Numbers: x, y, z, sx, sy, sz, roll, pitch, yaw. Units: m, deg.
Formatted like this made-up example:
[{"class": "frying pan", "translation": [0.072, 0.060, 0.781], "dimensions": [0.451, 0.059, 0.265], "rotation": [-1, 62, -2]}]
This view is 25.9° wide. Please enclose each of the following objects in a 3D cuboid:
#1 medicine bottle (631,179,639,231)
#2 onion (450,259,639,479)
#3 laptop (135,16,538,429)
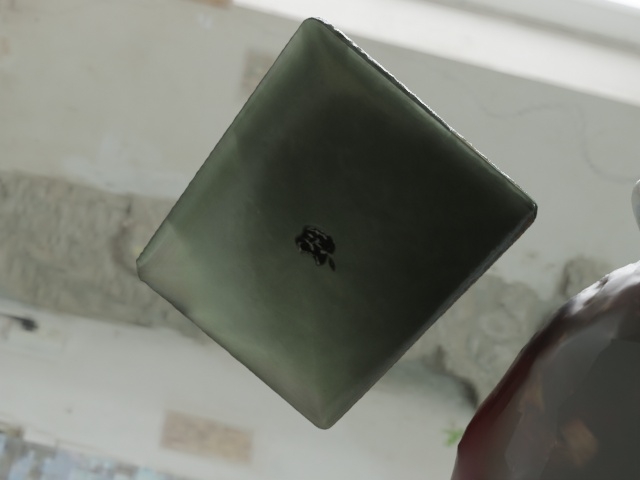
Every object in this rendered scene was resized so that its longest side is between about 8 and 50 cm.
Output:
[{"class": "medicine bottle", "translation": [0.305, -0.034, 0.896], "dimensions": [0.103, 0.186, 0.103], "rotation": [62, -1, 1]}, {"class": "onion", "translation": [0.224, 0.167, 0.675], "dimensions": [0.385, 0.347, 0.348], "rotation": [24, 79, -77]}, {"class": "laptop", "translation": [0.000, 0.000, 0.925], "dimensions": [0.269, 0.187, 0.015], "rotation": [-50, 178, 39]}]
